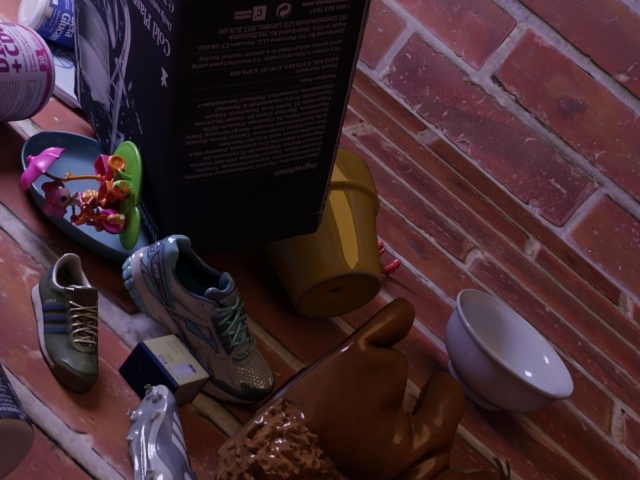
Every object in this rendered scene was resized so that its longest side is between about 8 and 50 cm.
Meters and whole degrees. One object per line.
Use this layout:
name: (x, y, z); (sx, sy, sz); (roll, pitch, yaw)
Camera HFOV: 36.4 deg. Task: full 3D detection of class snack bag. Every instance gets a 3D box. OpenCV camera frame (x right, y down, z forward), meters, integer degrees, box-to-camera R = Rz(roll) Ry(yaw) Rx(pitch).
snack bag: (-0.433, -0.310, 1.941); (0.342, 0.037, 0.323); (36, 22, -7)

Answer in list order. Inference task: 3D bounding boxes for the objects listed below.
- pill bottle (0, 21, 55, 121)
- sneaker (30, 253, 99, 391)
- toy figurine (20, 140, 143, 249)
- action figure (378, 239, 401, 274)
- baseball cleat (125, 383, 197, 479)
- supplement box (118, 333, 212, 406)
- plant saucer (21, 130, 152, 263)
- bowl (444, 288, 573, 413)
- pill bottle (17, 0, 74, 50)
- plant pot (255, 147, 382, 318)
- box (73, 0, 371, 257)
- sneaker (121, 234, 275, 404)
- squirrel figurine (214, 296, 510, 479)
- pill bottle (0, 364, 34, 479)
pill bottle: (-0.550, -0.254, 1.477); (0.160, 0.160, 0.283); (43, 22, 9)
sneaker: (-0.318, 0.096, 1.253); (0.064, 0.086, 0.192); (17, 30, -43)
toy figurine: (-0.356, -0.071, 1.424); (0.159, 0.130, 0.173); (4, 63, -34)
action figure: (0.093, 0.016, 2.006); (0.091, 0.139, 0.280); (45, 25, 19)
baseball cleat: (-0.183, 0.269, 1.178); (0.109, 0.072, 0.206); (43, 22, -29)
supplement box: (-0.207, 0.178, 1.308); (0.083, 0.056, 0.083); (47, 23, 19)
plant saucer: (-0.345, -0.060, 1.580); (0.317, 0.044, 0.318); (32, 23, -16)
bowl: (0.351, 0.246, 1.952); (0.298, 0.134, 0.298); (33, 22, -15)
pill bottle: (-0.491, -0.423, 1.895); (0.169, 0.094, 0.094); (17, 30, -41)
plant pot: (0.000, 0.000, 1.767); (0.254, 0.254, 0.239); (16, 47, -44)
box: (-0.185, -0.310, 1.534); (0.297, 0.472, 0.480); (-14, 48, -24)
sneaker: (-0.154, 0.113, 1.376); (0.283, 0.122, 0.110); (49, 35, -10)
squirrel figurine: (0.074, 0.334, 1.260); (0.370, 0.281, 0.397); (51, 37, 3)
pill bottle: (-0.400, 0.133, 0.995); (0.130, 0.130, 0.246); (8, 37, -52)
